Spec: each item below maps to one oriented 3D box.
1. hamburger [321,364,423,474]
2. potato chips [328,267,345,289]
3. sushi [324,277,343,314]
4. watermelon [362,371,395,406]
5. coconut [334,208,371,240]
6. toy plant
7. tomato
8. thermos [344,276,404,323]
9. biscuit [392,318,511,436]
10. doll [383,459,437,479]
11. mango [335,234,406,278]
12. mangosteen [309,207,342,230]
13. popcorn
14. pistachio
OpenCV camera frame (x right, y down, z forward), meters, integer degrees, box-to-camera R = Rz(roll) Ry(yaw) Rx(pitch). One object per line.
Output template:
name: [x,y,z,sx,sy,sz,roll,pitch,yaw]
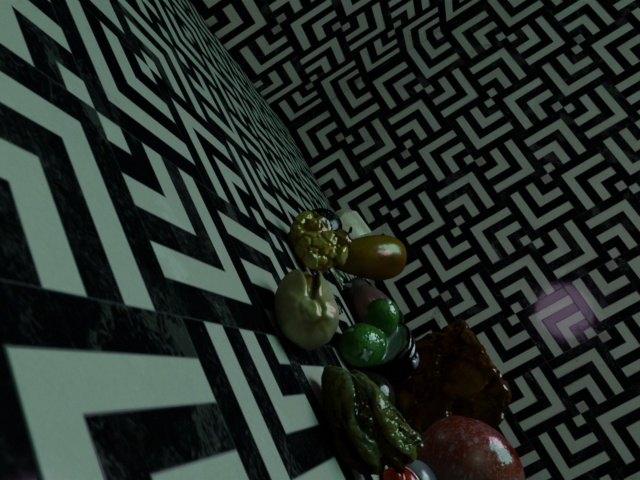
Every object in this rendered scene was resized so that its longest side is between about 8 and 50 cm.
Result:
hamburger: [0.071,0.322,0.963,0.183,0.130,0.206,58,-12,-23]
potato chips: [0.036,0.088,2.005,0.207,0.028,0.092,58,8,4]
sushi: [0.015,0.167,1.539,0.120,0.026,0.126,62,11,6]
watermelon: [0.111,0.334,1.121,0.133,0.105,0.105,34,-16,52]
coconut: [0.107,-0.010,2.238,0.222,0.202,0.202,58,6,9]
toy plant: [0.152,0.275,1.430,0.218,0.175,0.235,-54,126,-36]
tomato: [0.348,0.567,1.317,0.270,0.227,0.270,43,-31,33]
thermos: [0.190,0.239,1.984,0.176,0.146,0.265,24,15,-30]
biscuit: [0.401,0.465,1.737,0.166,0.342,0.395,59,9,-24]
doll: [0.198,0.515,1.140,0.142,0.076,0.245,63,12,26]
mango: [0.191,0.064,2.089,0.211,0.317,0.173,151,-62,-61]
mangosteen: [0.002,-0.036,1.898,0.152,0.152,0.152,58,7,-11]
popcorn: [-0.011,0.014,1.565,0.194,0.163,0.140,29,-23,16]
pistachio: [-0.032,0.129,1.025,0.200,0.117,0.145,-123,-142,-69]
